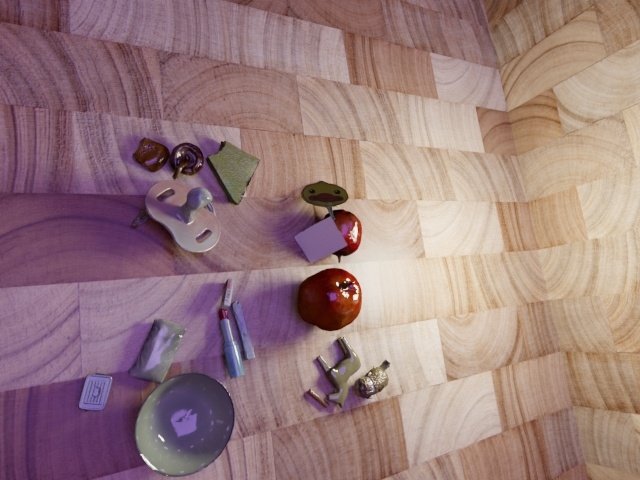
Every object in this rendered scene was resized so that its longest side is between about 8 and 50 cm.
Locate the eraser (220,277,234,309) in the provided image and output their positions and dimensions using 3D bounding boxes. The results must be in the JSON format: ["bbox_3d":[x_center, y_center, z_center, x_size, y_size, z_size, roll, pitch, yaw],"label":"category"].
[{"bbox_3d":[-0.380,0.219,1.691,0.029,0.052,0.122,19,52,-22],"label":"eraser"}]

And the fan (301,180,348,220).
[{"bbox_3d":[0.027,-0.193,1.947,0.229,0.011,0.335,-1,38,-10],"label":"fan"}]

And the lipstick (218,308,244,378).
[{"bbox_3d":[-0.364,0.410,1.665,0.061,0.068,0.274,-16,77,-2],"label":"lipstick"}]

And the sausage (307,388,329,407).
[{"bbox_3d":[-0.012,0.691,1.813,0.116,0.026,0.026,43,62,-13],"label":"sausage"}]

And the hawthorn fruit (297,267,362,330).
[{"bbox_3d":[0.059,0.239,1.784,0.287,0.330,0.287,14,56,-22],"label":"hawthorn fruit"}]

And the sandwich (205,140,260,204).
[{"bbox_3d":[-0.409,-0.301,1.820,0.212,0.063,0.245,28,66,-16],"label":"sandwich"}]

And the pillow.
[{"bbox_3d":[-0.603,0.410,1.544,0.128,0.051,0.229,27,68,-18],"label":"pillow"}]

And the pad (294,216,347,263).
[{"bbox_3d":[0.000,0.000,1.878,0.156,0.232,0.004,58,34,-5],"label":"pad"}]

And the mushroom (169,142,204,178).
[{"bbox_3d":[-0.565,-0.324,1.727,0.135,0.080,0.170,31,65,-5],"label":"mushroom"}]

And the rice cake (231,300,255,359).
[{"bbox_3d":[-0.321,0.371,1.710,0.042,0.045,0.245,-15,86,-28],"label":"rice cake"}]

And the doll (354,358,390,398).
[{"bbox_3d":[0.251,0.648,1.923,0.115,0.105,0.221,34,45,30],"label":"doll"}]

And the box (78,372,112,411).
[{"bbox_3d":[-0.771,0.516,1.417,0.084,0.069,0.122,17,71,-26],"label":"box"}]

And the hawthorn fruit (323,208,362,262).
[{"bbox_3d":[0.092,-0.020,1.939,0.215,0.215,0.249,12,86,-26],"label":"hawthorn fruit"}]

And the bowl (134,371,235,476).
[{"bbox_3d":[-0.491,0.643,1.487,0.337,0.157,0.337,7,76,-28],"label":"bowl"}]

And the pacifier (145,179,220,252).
[{"bbox_3d":[-0.522,-0.106,1.623,0.220,0.273,0.332,-43,99,-13],"label":"pacifier"}]

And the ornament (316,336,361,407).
[{"bbox_3d":[0.088,0.599,1.868,0.230,0.061,0.245,-33,92,-29],"label":"ornament"}]

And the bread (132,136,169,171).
[{"bbox_3d":[-0.689,-0.352,1.687,0.126,0.044,0.129,29,69,-18],"label":"bread"}]

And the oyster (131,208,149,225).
[{"bbox_3d":[-0.700,-0.098,1.607,0.038,0.080,0.083,38,26,9],"label":"oyster"}]
